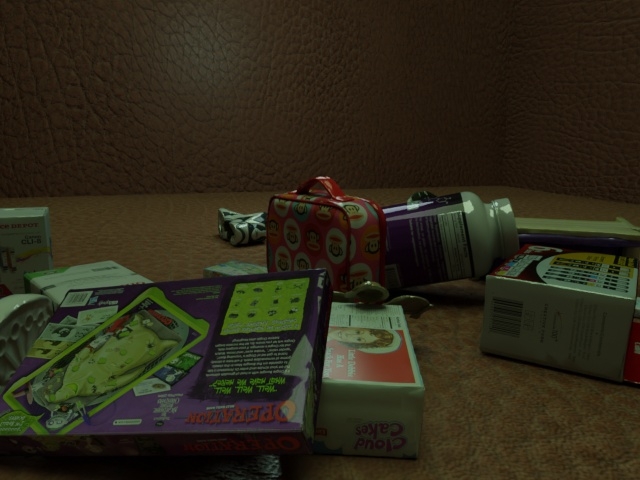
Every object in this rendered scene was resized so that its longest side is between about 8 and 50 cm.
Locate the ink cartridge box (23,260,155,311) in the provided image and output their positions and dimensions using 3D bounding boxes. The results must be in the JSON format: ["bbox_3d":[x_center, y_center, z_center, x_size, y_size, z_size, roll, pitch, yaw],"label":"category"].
[{"bbox_3d":[-0.394,0.107,0.904,0.160,0.092,0.219,-9,16,-39],"label":"ink cartridge box"}]

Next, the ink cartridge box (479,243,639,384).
[{"bbox_3d":[0.445,0.107,0.876,0.272,0.129,0.309,9,13,30],"label":"ink cartridge box"}]

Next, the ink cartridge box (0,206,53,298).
[{"bbox_3d":[-0.628,0.024,1.086,0.128,0.176,0.127,-5,13,-24],"label":"ink cartridge box"}]

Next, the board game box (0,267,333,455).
[{"bbox_3d":[-0.166,0.129,0.576,0.347,0.056,0.208,-5,36,14],"label":"board game box"}]

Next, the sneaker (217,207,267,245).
[{"bbox_3d":[-0.235,-0.049,1.687,0.153,0.094,0.235,-3,12,-26],"label":"sneaker"}]

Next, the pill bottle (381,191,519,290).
[{"bbox_3d":[0.236,0.001,1.105,0.323,0.181,0.181,-10,9,13],"label":"pill bottle"}]

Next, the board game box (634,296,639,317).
[{"bbox_3d":[0.608,0.128,1.052,0.090,0.020,0.090,9,14,36],"label":"board game box"}]

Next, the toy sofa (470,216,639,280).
[{"bbox_3d":[0.535,0.028,1.222,0.363,0.150,0.177,3,17,11],"label":"toy sofa"}]

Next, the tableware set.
[{"bbox_3d":[0.080,0.104,0.826,0.169,0.020,0.141,25,-36,-30],"label":"tableware set"}]

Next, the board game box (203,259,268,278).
[{"bbox_3d":[-0.181,0.079,1.222,0.154,0.026,0.103,9,14,34],"label":"board game box"}]

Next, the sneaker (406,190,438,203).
[{"bbox_3d":[0.315,-0.030,1.513,0.182,0.158,0.410,-33,-27,31],"label":"sneaker"}]

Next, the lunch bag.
[{"bbox_3d":[0.000,0.000,1.044,0.120,0.258,0.293,-11,18,-35],"label":"lunch bag"}]

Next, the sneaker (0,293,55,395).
[{"bbox_3d":[-0.499,0.143,0.624,0.237,0.130,0.322,5,17,-1],"label":"sneaker"}]

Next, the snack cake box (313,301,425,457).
[{"bbox_3d":[0.040,0.162,0.678,0.152,0.089,0.264,3,12,3],"label":"snack cake box"}]
